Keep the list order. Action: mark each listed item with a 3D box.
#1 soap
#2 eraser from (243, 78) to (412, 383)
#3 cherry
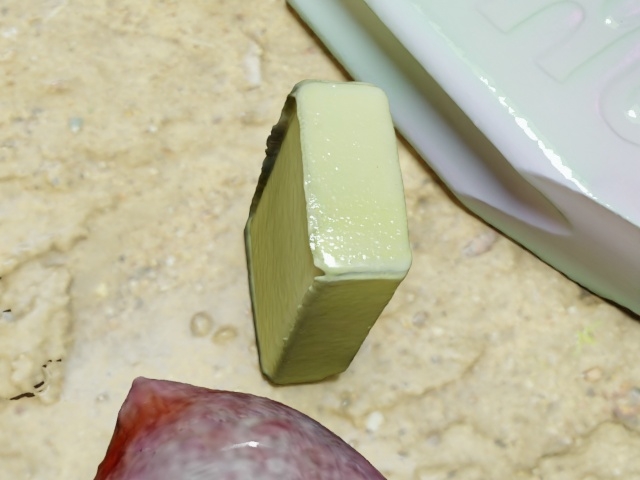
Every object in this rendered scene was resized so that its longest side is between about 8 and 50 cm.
[{"bbox_3d":[0.153,-0.121,0.881,0.208,0.115,0.347,-33,75,-22],"label":"soap"},{"bbox_3d":[0.000,0.000,0.765,0.058,0.172,0.117,-2,65,-14],"label":"eraser"},{"bbox_3d":[-0.035,0.178,0.674,0.192,0.175,0.249,-26,79,-10],"label":"cherry"}]
